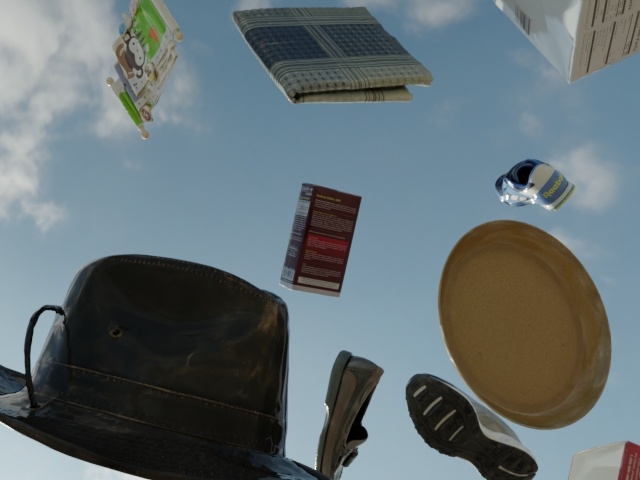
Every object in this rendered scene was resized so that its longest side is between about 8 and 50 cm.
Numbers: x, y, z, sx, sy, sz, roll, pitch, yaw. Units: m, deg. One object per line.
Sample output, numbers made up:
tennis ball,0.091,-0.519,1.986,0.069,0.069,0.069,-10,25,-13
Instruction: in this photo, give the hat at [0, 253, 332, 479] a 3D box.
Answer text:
hat,-0.100,0.085,0.537,0.331,0.331,0.134,28,-106,-32

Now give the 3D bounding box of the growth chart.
growth chart,-0.308,-0.318,1.295,0.021,0.172,0.237,-17,-32,-45

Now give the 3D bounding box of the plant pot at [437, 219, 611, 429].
plant pot,0.224,0.092,0.839,0.236,0.236,0.032,7,-23,-24

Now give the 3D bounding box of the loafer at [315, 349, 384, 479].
loafer,0.047,0.314,1.268,0.084,0.096,0.268,14,-64,14

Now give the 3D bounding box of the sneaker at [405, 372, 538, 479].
sneaker,0.240,0.309,1.253,0.271,0.108,0.100,40,-76,-17

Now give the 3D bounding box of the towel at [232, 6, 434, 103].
towel,0.021,-0.368,1.482,0.324,0.312,0.056,-10,-44,-26

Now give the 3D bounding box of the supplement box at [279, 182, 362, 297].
supplement box,0.000,0.000,1.708,0.130,0.073,0.239,13,-88,-29

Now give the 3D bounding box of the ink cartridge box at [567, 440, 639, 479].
ink cartridge box,0.358,0.308,0.783,0.176,0.128,0.127,23,-25,0

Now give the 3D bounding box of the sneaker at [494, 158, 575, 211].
sneaker,0.251,-0.074,0.921,0.059,0.144,0.053,37,-96,-16

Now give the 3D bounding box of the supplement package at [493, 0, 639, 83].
supplement package,0.374,-0.412,1.133,0.145,0.262,0.204,-24,-34,-4
